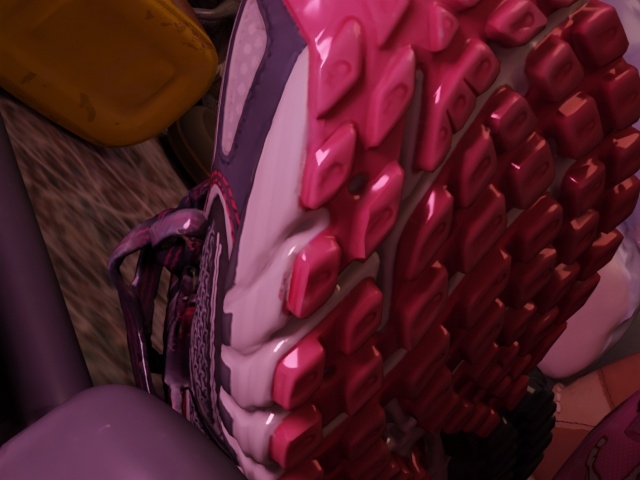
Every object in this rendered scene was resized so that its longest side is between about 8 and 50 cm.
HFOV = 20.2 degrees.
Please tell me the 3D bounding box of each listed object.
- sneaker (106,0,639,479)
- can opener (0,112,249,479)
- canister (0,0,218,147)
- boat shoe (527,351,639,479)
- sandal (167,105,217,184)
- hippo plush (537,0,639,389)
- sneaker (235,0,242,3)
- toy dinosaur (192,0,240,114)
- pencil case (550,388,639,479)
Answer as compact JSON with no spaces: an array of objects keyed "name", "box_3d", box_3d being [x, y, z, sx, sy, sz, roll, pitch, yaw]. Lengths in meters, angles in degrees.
[{"name":"sneaker","box_3d":[-0.005,0.017,0.459,0.112,0.121,0.299,41,-23,18]},{"name":"can opener","box_3d":[-0.063,0.023,0.393,0.076,0.095,0.283,34,25,-51]},{"name":"canister","box_3d":[-0.118,-0.128,0.721,0.126,0.073,0.170,35,20,-52]},{"name":"boat shoe","box_3d":[0.191,0.184,0.742,0.324,0.116,0.123,53,13,17]},{"name":"sandal","box_3d":[0.000,0.000,0.783,0.180,0.049,0.072,51,6,21]},{"name":"hippo plush","box_3d":[0.104,-0.013,0.956,0.236,0.234,0.294,84,-2,-56]},{"name":"sneaker","box_3d":[-0.027,-0.166,0.812,0.151,0.094,0.256,47,9,-52]},{"name":"toy dinosaur","box_3d":[-0.013,-0.145,1.032,0.160,0.121,0.313,58,11,-28]},{"name":"pencil case","box_3d":[0.222,0.193,0.575,0.386,0.167,0.160,48,41,4]}]
